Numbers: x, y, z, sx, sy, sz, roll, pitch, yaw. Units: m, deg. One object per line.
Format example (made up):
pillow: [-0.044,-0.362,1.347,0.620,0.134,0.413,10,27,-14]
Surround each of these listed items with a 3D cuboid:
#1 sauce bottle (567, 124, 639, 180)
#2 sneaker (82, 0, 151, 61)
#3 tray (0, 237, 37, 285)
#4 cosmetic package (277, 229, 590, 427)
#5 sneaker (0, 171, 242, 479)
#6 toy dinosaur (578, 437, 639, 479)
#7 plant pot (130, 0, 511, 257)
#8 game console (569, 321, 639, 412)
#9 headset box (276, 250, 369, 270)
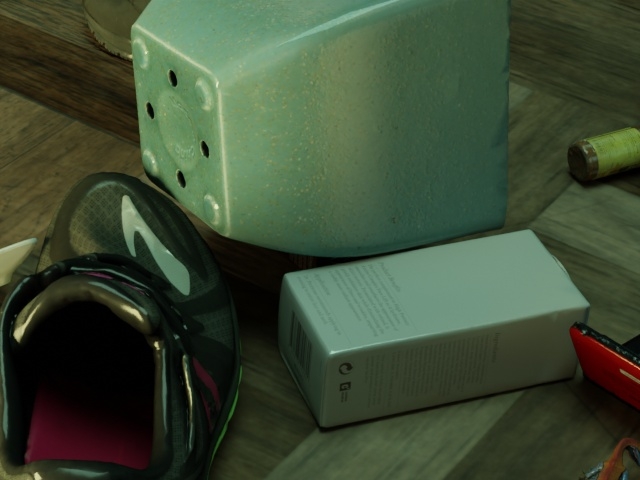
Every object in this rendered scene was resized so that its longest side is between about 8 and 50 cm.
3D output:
sauce bottle: [0.301,-0.089,1.780,0.128,0.042,0.042,-14,39,-22]
sneaker: [-0.127,-0.236,1.877,0.286,0.130,0.109,23,43,27]
tray: [-0.364,0.062,1.482,0.270,0.030,0.145,-22,2,-27]
cosmetic package: [0.091,0.070,1.512,0.231,0.085,0.117,-8,37,-18]
sneaker: [-0.146,0.084,1.370,0.185,0.202,0.483,0,35,-5]
toy dinosaur: [0.224,0.182,1.384,0.047,0.090,0.082,25,71,5]
plant pot: [-0.015,-0.126,1.541,0.252,0.247,0.248,-19,33,-28]
game console: [0.288,0.104,1.481,0.144,0.124,0.085,32,71,34]
headset box: [0.000,0.000,1.643,0.062,0.032,0.083,-22,41,-30]
